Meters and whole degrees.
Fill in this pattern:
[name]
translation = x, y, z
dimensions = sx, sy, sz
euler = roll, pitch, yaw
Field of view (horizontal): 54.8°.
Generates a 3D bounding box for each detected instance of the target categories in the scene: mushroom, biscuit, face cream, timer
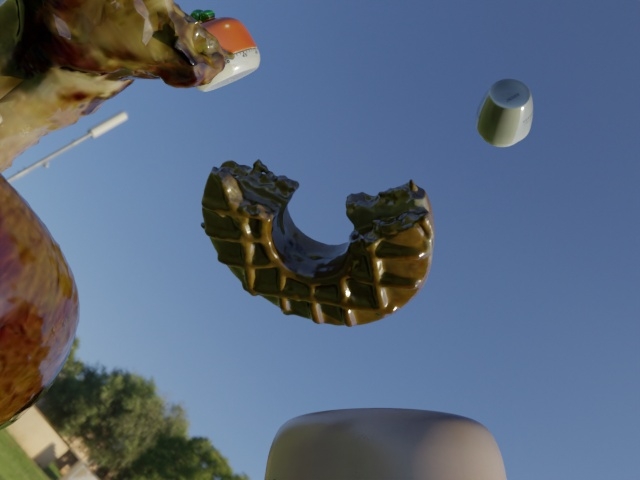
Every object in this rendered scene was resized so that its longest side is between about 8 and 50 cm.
[mushroom]
translation = -0.294, -0.053, 0.385
dimensions = 0.331, 0.356, 0.334
euler = 30, -33, -33
[biscuit]
translation = -0.008, 0.012, 0.951
dimensions = 0.367, 0.115, 0.268
euler = 11, -51, 18
[face cream]
translation = 0.299, -0.207, 1.003
dimensions = 0.091, 0.091, 0.095
euler = 34, -21, 22
[timer]
translation = -0.170, -0.312, 0.989
dimensions = 0.099, 0.136, 0.136
euler = -5, -59, 51

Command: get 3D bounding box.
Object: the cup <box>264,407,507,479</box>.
[cup]
translation = 0.034, 0.243, 0.460
dimensions = 0.192, 0.200, 0.253
euler = 11, -28, -19
